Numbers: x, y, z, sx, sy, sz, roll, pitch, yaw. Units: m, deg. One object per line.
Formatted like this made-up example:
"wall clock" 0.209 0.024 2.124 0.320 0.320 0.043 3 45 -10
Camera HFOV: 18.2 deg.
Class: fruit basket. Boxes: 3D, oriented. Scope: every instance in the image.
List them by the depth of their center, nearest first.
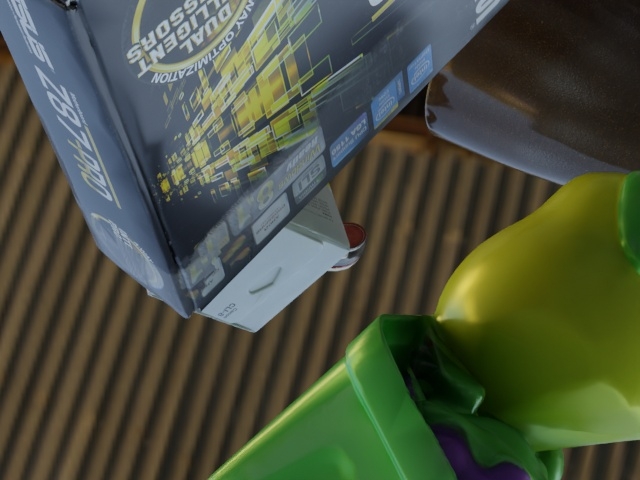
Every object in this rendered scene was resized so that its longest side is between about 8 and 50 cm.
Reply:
"fruit basket" 0.140 0.134 1.373 0.392 0.392 0.283 -22 -100 -26

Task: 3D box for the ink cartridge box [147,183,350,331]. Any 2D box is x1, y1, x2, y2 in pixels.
"ink cartridge box" -0.078 -0.037 1.682 0.127 0.128 0.176 21 -142 -41

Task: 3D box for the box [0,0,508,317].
"box" 0.000 -0.183 1.140 0.097 0.318 0.395 37 -110 23

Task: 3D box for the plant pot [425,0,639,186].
"plant pot" 0.241 -0.122 1.626 0.230 0.215 0.215 33 -130 20

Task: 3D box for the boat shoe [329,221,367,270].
"boat shoe" 0.000 0.000 1.809 0.049 0.043 0.137 43 -148 25
